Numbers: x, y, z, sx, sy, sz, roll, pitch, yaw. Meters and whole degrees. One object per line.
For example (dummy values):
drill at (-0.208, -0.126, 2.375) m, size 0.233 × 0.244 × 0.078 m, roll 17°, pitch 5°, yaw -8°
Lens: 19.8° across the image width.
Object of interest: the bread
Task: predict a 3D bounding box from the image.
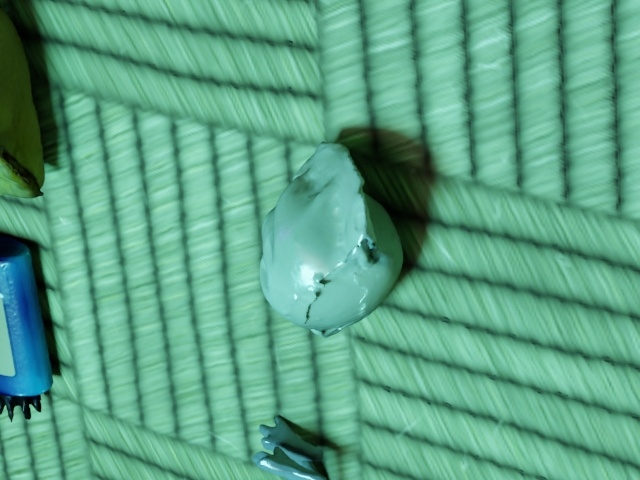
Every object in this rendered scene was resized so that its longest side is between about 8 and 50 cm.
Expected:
bread at (-0.342, -0.140, 1.570) m, size 0.204 × 0.162 × 0.262 m, roll 12°, pitch 164°, yaw 33°

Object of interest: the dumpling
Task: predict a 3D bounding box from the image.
dumpling at (0.000, 0.000, 1.417) m, size 0.127 × 0.108 × 0.188 m, roll 62°, pitch 158°, yaw 26°

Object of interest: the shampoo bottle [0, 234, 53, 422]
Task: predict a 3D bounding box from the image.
shampoo bottle at (-0.298, 0.085, 1.741) m, size 0.087 × 0.050 × 0.183 m, roll 12°, pitch 122°, yaw 31°

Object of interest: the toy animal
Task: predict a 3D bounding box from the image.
toy animal at (-0.014, 0.261, 1.596) m, size 0.367 × 0.081 × 0.206 m, roll 2°, pitch 112°, yaw 30°
